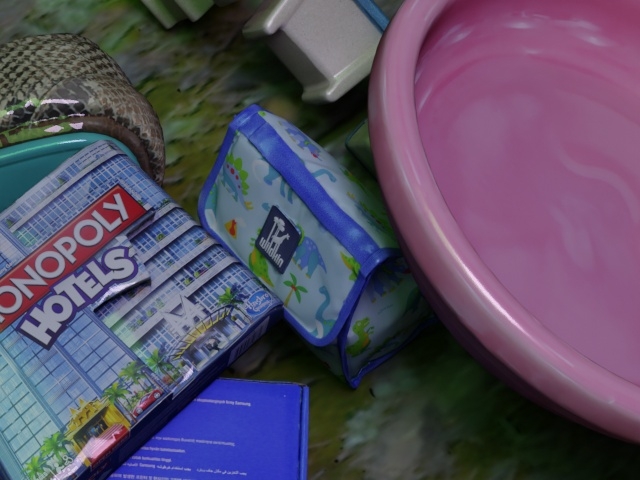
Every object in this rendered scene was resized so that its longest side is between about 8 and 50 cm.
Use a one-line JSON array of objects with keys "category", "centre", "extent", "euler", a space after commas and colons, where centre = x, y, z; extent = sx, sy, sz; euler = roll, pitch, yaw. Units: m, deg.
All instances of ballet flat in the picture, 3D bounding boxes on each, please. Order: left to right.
[{"category": "ballet flat", "centre": [-0.338, -0.015, 1.180], "extent": [0.482, 0.164, 0.182], "euler": [-19, 43, -10]}]

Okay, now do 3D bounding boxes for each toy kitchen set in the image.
[{"category": "toy kitchen set", "centre": [0.004, -0.139, 1.240], "extent": [0.122, 0.166, 0.207], "euler": [-47, 106, -15]}]

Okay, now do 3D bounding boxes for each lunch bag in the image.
[{"category": "lunch bag", "centre": [0.000, 0.000, 1.123], "extent": [0.096, 0.151, 0.129], "euler": [-38, 68, -13]}]

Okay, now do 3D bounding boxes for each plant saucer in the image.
[{"category": "plant saucer", "centre": [0.165, -0.017, 1.087], "extent": [0.332, 0.084, 0.332], "euler": [16, 50, -20]}]

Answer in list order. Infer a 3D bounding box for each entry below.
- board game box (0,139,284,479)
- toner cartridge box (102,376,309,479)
[{"category": "board game box", "centre": [-0.152, 0.029, 1.057], "extent": [0.194, 0.060, 0.194], "euler": [43, 68, 11]}, {"category": "toner cartridge box", "centre": [-0.184, 0.155, 1.071], "extent": [0.347, 0.075, 0.165], "euler": [5, 64, -5]}]
